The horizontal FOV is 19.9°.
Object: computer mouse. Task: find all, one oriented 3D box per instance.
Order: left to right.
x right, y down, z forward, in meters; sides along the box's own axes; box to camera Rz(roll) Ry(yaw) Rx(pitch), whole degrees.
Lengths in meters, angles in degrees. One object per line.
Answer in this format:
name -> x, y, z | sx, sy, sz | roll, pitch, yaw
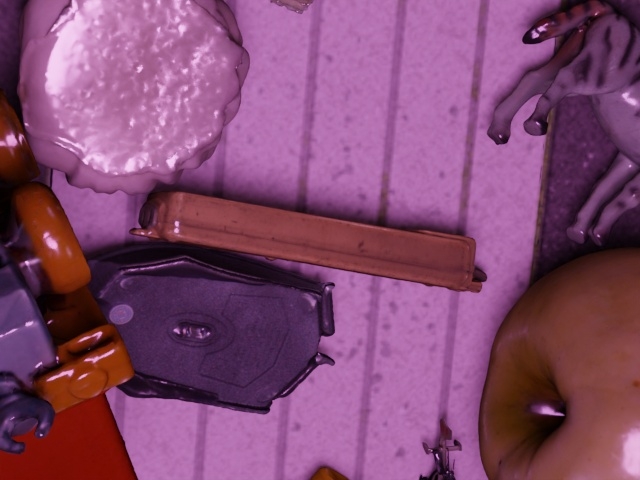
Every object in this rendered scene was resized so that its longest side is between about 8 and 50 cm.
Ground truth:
computer mouse -> -0.092, 0.058, 1.405 | 0.231, 0.071, 0.126 | 11, 115, -24

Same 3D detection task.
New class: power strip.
power strip -> 0.000, 0.000, 1.392 | 0.305, 0.064, 0.044 | 10, 86, -25

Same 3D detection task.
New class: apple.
apple -> 0.248, 0.140, 1.411 | 0.262, 0.262, 0.262 | -3, 105, -12

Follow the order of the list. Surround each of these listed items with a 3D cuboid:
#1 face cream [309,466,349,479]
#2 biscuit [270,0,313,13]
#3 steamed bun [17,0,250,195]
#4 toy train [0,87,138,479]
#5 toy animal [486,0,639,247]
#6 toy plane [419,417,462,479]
face cream -> -0.055, 0.310, 1.470 | 0.078, 0.078, 0.273 | 39, 93, -18
biscuit -> -0.102, -0.268, 1.295 | 0.250, 0.046, 0.147 | 22, 64, -20
steamed bun -> -0.141, -0.125, 1.328 | 0.183, 0.106, 0.183 | -5, 109, -16
toy train -> -0.234, 0.055, 1.231 | 0.163, 0.369, 0.231 | -23, 128, -12
toy animal -> 0.247, -0.070, 1.437 | 0.255, 0.090, 0.170 | 34, 78, -26
toy plane -> 0.101, 0.201, 1.493 | 0.031, 0.049, 0.120 | -6, 105, -12
